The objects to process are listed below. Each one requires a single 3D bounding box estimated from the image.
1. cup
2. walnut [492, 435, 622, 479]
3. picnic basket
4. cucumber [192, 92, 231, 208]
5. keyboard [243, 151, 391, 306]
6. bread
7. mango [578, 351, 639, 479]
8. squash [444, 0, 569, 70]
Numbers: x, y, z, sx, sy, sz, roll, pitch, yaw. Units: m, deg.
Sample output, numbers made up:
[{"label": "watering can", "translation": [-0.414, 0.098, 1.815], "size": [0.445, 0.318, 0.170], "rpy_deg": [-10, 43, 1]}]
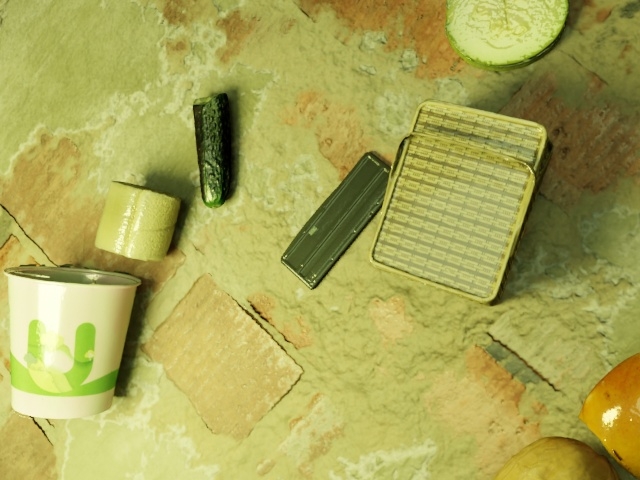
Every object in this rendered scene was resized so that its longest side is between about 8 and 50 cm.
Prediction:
[{"label": "cup", "translation": [-0.495, 0.191, 1.288], "size": [0.253, 0.253, 0.274], "rpy_deg": [8, 93, 19]}, {"label": "walnut", "translation": [0.361, 0.410, 1.001], "size": [0.195, 0.195, 0.221], "rpy_deg": [41, 89, 18]}, {"label": "picnic basket", "translation": [0.236, -0.067, 1.105], "size": [0.228, 0.175, 0.313], "rpy_deg": [19, 89, 20]}, {"label": "cucumber", "translation": [-0.215, -0.183, 1.324], "size": [0.074, 0.074, 0.241], "rpy_deg": [-8, 82, 17]}, {"label": "keyboard", "translation": [0.003, 0.003, 1.251], "size": [0.103, 0.041, 0.381], "rpy_deg": [42, 90, 19]}, {"label": "bread", "translation": [-0.365, -0.039, 1.321], "size": [0.148, 0.134, 0.141], "rpy_deg": [18, 93, 31]}, {"label": "mango", "translation": [0.537, 0.239, 0.987], "size": [0.187, 0.138, 0.257], "rpy_deg": [43, 103, 6]}, {"label": "squash", "translation": [0.336, -0.414, 1.196], "size": [0.219, 0.041, 0.219], "rpy_deg": [-1, 87, 17]}]
